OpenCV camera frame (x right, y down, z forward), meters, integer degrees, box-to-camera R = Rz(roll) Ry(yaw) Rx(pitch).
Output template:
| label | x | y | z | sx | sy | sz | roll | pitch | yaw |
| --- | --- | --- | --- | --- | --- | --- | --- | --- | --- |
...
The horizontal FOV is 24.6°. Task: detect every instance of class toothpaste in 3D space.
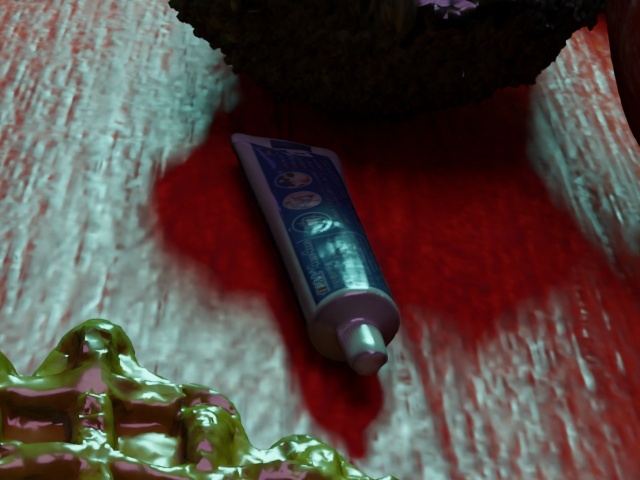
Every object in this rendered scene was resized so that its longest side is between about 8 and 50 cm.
| label | x | y | z | sx | sy | sz | roll | pitch | yaw |
| --- | --- | --- | --- | --- | --- | --- | --- | --- | --- |
| toothpaste | 0.000 | 0.000 | 0.634 | 0.057 | 0.035 | 0.197 | 10 | 26 | -17 |

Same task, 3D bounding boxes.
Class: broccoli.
| label | x | y | z | sx | sy | sz | roll | pitch | yaw |
| --- | --- | --- | --- | --- | --- | --- | --- | --- | --- |
| broccoli | 0.047 | -0.148 | 0.754 | 0.176 | 0.226 | 0.198 | 49 | 12 | -16 |

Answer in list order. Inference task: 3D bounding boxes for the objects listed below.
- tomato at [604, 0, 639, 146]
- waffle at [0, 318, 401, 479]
| label | x | y | z | sx | sy | sz | roll | pitch | yaw |
| --- | --- | --- | --- | --- | --- | --- | --- | --- | --- |
| tomato | 0.224 | -0.048 | 0.662 | 0.228 | 0.112 | 0.199 | 19 | -4 | 22 |
| waffle | -0.067 | 0.106 | 0.407 | 0.238 | 0.059 | 0.243 | 30 | 34 | 31 |
